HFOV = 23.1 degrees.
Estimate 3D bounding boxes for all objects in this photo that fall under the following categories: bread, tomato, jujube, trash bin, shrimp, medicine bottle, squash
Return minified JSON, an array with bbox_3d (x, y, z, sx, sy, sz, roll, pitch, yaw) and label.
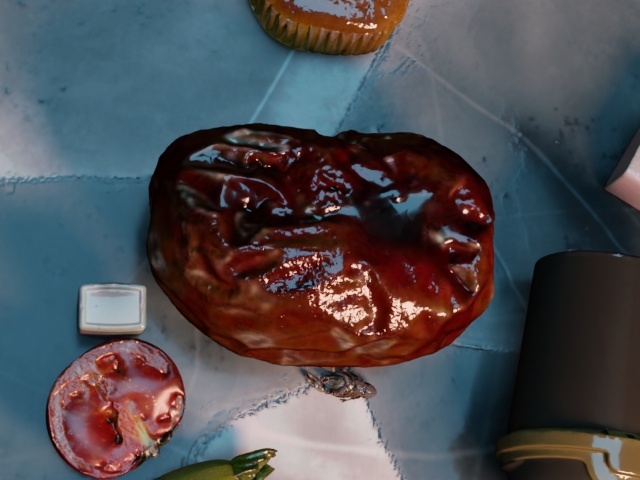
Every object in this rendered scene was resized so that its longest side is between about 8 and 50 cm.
[{"bbox_3d":[0.014,-0.313,1.843,0.199,0.104,0.199,2,78,-9],"label":"bread"},{"bbox_3d":[-0.228,0.184,1.728,0.159,0.091,0.139,-43,95,-12],"label":"tomato"},{"bbox_3d":[-0.001,0.001,1.708,0.377,0.276,0.276,2,80,-1],"label":"jujube"},{"bbox_3d":[0.308,0.192,1.757,0.214,0.214,0.333,10,76,-8],"label":"trash bin"},{"bbox_3d":[0.019,0.164,1.807,0.092,0.029,0.038,30,86,2],"label":"shrimp"},{"bbox_3d":[-0.232,0.080,1.730,0.074,0.118,0.055,-1,81,-9],"label":"medicine bottle"},{"bbox_3d":[-0.193,0.320,1.715,0.341,0.094,0.094,-37,88,-11],"label":"squash"}]

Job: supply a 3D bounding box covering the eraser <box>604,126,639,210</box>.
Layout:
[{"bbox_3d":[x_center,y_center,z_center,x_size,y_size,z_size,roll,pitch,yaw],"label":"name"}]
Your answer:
[{"bbox_3d":[0.499,-0.046,1.891,0.287,0.086,0.130,32,76,-3],"label":"eraser"}]
